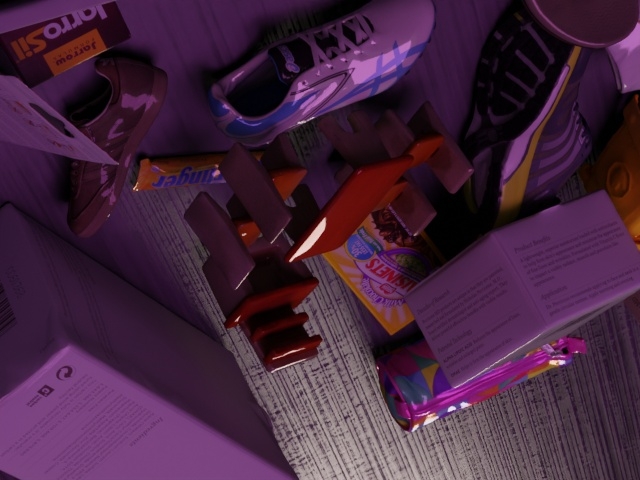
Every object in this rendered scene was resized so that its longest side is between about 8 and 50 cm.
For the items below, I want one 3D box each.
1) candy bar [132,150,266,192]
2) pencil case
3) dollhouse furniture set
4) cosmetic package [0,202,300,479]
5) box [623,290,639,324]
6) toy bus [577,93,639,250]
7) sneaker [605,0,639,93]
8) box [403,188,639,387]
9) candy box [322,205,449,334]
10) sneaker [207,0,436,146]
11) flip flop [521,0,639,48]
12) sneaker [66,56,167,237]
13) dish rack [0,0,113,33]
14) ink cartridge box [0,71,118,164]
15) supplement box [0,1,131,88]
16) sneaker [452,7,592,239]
[{"bbox_3d":[-0.108,-0.070,1.714,0.161,0.018,0.040,-5,133,-25],"label":"candy bar"},{"bbox_3d":[0.183,0.139,2.024,0.236,0.104,0.104,-23,138,-8],"label":"pencil case"},{"bbox_3d":[0.000,0.000,1.703,0.262,0.135,0.259,-16,155,-42],"label":"dollhouse furniture set"},{"bbox_3d":[-0.210,0.154,1.727,0.156,0.217,0.385,-40,136,9],"label":"cosmetic package"},{"bbox_3d":[0.479,-0.002,2.049,0.094,0.113,0.275,22,116,-41],"label":"box"},{"bbox_3d":[0.399,-0.051,1.944,0.220,0.149,0.211,1,143,-34],"label":"toy bus"},{"bbox_3d":[0.341,-0.259,1.700,0.169,0.108,0.292,-11,134,1],"label":"sneaker"},{"bbox_3d":[0.222,0.051,1.866,0.181,0.119,0.182,-20,167,-37],"label":"box"},{"bbox_3d":[0.074,0.021,1.899,0.105,0.027,0.206,-33,138,7],"label":"candy box"},{"bbox_3d":[0.003,-0.167,1.628,0.237,0.085,0.086,-30,158,1],"label":"sneaker"},{"bbox_3d":[0.229,-0.293,1.597,0.112,0.080,0.277,-33,121,-16],"label":"flip flop"},{"bbox_3d":[-0.209,-0.091,1.614,0.071,0.066,0.188,19,115,-22],"label":"sneaker"},{"bbox_3d":[-0.257,-0.291,1.248,0.333,0.072,0.285,-12,117,21],"label":"dish rack"},{"bbox_3d":[-0.263,-0.127,1.458,0.145,0.179,0.045,43,65,-47],"label":"ink cartridge box"},{"bbox_3d":[-0.243,-0.230,1.432,0.104,0.081,0.188,-28,139,-3],"label":"supplement box"},{"bbox_3d":[0.227,-0.132,1.796,0.121,0.111,0.300,-13,143,-28],"label":"sneaker"}]
